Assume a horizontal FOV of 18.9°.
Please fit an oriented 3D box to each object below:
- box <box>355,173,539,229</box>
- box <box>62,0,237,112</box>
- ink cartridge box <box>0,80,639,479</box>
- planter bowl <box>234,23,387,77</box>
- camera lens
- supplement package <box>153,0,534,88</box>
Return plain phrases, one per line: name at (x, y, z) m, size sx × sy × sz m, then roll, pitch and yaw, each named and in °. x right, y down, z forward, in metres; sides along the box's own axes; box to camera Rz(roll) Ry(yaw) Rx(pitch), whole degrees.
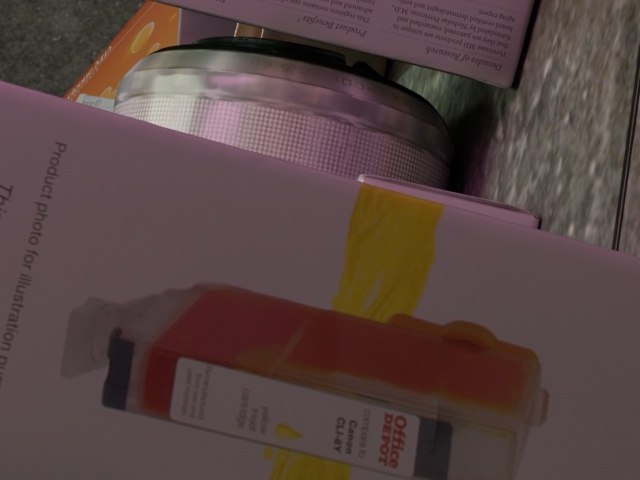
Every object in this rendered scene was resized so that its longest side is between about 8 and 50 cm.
box at (0.039, 0.078, 1.054) m, size 0.114 × 0.103 × 0.203 m, roll 154°, pitch 127°, yaw -76°
box at (-0.124, -0.049, 1.685) m, size 0.215 × 0.168 × 0.345 m, roll -45°, pitch 25°, yaw 25°
ink cartridge box at (-0.049, 0.071, 0.780) m, size 0.279 × 0.384 × 0.160 m, roll 139°, pitch 146°, yaw -72°
planter bowl at (-0.008, -0.142, 1.524) m, size 0.162 × 0.109 × 0.162 m, roll -168°, pitch 90°, yaw -79°
camera lens at (-0.041, 0.024, 1.212) m, size 0.219 × 0.219 × 0.274 m, roll 153°, pitch 129°, yaw -76°
supplement package at (-0.009, -0.200, 1.190) m, size 0.204 × 0.262 × 0.145 m, roll -130°, pitch 54°, yaw -77°
